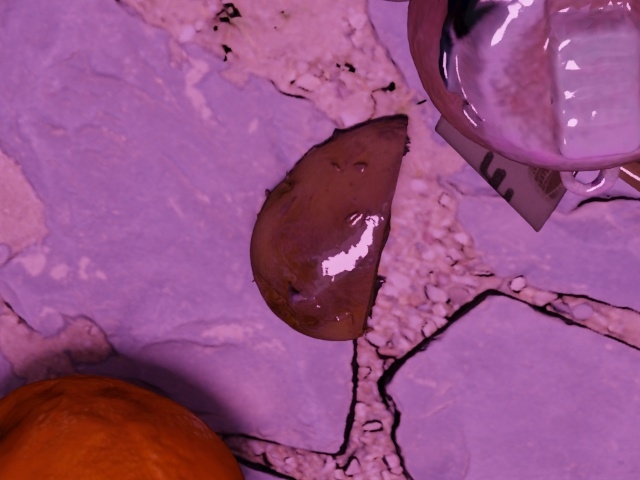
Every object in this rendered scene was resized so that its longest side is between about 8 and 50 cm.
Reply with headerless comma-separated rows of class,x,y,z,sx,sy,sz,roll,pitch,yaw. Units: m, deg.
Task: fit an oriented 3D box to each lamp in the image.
lamp,0.181,-0.047,0.841,0.215,0.121,0.121,33,121,3

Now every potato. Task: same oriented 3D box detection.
potato,0.000,0.000,0.922,0.101,0.089,0.172,16,123,4

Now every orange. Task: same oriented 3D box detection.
orange,-0.176,0.229,0.989,0.261,0.261,0.261,4,121,7

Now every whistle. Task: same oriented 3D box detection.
whistle,0.126,-0.178,0.687,0.189,0.189,0.347,-3,123,12
